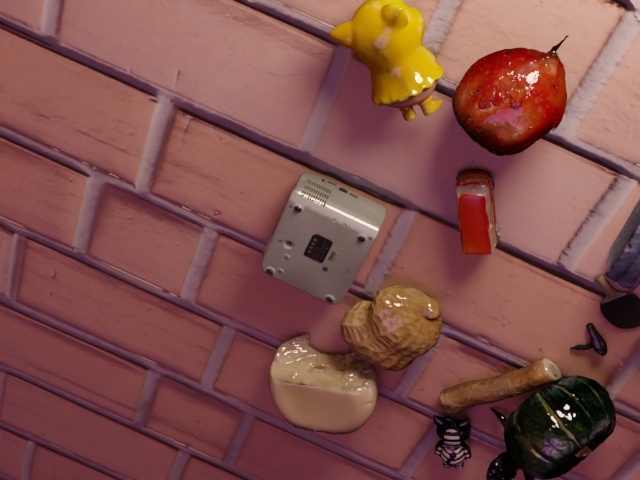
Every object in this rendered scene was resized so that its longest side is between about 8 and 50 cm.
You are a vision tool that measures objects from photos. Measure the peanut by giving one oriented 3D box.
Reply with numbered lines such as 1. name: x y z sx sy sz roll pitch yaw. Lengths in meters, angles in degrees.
1. peanut: 0.163 0.193 2.058 0.197 0.110 0.233 40 132 -15

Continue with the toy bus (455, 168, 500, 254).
1. toy bus: 0.305 -0.052 1.824 0.079 0.077 0.174 1 129 19

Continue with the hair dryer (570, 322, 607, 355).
1. hair dryer: 0.567 0.217 1.992 0.083 0.031 0.079 -19 109 40

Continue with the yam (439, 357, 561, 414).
1. yam: 0.406 0.334 2.119 0.300 0.066 0.066 -24 117 34

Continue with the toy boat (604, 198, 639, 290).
1. toy boat: 0.612 -0.031 1.700 0.078 0.127 0.283 24 134 8

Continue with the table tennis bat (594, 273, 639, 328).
1. table tennis bat: 0.610 0.126 1.906 0.087 0.013 0.156 -25 117 35

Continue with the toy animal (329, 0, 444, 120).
1. toy animal: 0.131 -0.313 1.631 0.156 0.156 0.229 -17 124 30

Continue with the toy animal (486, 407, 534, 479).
1. toy animal: 0.453 0.495 2.199 0.197 0.273 0.160 48 159 27

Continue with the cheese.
1. cheese: 0.008 0.353 2.237 0.266 0.127 0.233 7 127 11

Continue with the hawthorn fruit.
1. hawthorn fruit: 0.339 -0.258 1.587 0.181 0.181 0.235 34 121 -10

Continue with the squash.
1. squash: 0.522 0.406 2.023 0.165 0.252 0.252 59 138 27

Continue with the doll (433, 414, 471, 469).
1. doll: 0.324 0.488 2.275 0.091 0.067 0.219 4 135 13

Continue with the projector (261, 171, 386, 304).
1. projector: 0.000 0.000 1.956 0.198 0.108 0.250 26 132 -1
